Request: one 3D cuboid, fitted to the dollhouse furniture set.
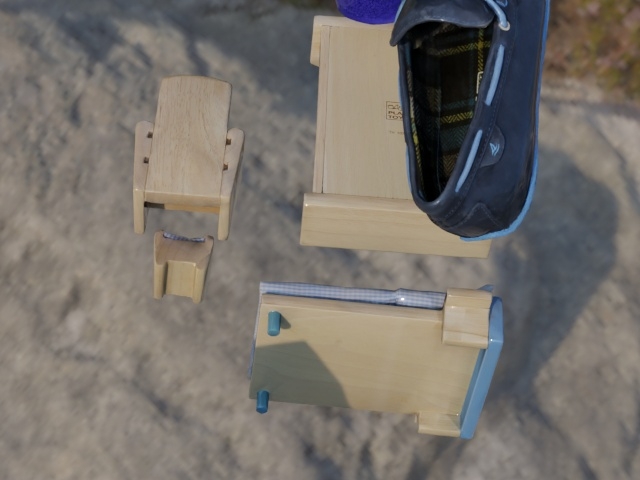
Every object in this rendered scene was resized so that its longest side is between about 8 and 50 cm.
[{"bbox_3d":[0.000,0.000,1.309,0.286,0.303,0.198,5,49,-2],"label":"dollhouse furniture set"}]

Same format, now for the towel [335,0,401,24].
[{"bbox_3d":[0.112,-0.283,1.125,0.228,0.308,0.076,-34,67,-15],"label":"towel"}]

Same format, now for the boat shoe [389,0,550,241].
[{"bbox_3d":[0.094,-0.133,1.032,0.089,0.109,0.258,13,65,-52],"label":"boat shoe"}]
